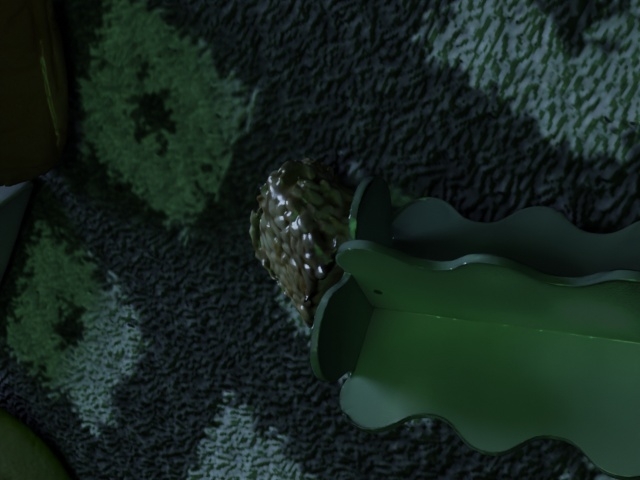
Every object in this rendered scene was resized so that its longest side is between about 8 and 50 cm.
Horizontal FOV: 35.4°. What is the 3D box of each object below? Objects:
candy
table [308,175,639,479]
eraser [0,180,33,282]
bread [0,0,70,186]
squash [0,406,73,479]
[{"bbox_3d":[0.000,0.000,0.703,0.110,0.085,0.095,44,130,28],"label":"candy"},{"bbox_3d":[0.118,0.050,0.598,0.198,0.166,0.166,6,107,25],"label":"table"},{"bbox_3d":[-0.461,-0.090,0.993,0.397,0.082,0.213,40,123,19],"label":"eraser"},{"bbox_3d":[-0.289,-0.136,0.832,0.114,0.132,0.190,-2,100,37],"label":"bread"},{"bbox_3d":[-0.335,0.214,0.972,0.289,0.111,0.203,25,148,31],"label":"squash"}]
